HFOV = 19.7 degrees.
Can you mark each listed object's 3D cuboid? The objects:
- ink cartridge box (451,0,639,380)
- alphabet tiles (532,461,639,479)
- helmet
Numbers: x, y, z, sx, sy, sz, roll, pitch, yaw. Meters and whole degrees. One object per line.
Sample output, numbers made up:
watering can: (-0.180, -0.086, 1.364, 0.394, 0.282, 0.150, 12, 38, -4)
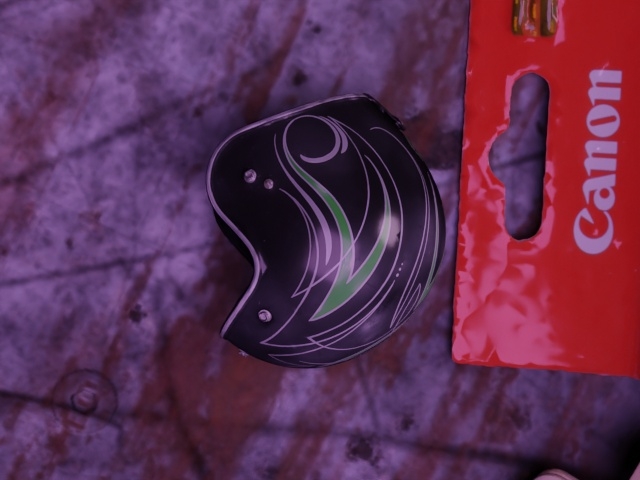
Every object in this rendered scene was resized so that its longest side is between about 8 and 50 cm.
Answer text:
ink cartridge box: (0.278, -0.044, 1.221, 0.385, 0.091, 0.308, 4, 96, 12)
alphabet tiles: (0.247, 0.286, 1.305, 0.284, 0.021, 0.278, 30, 110, 11)
helmet: (0.000, 0.000, 1.222, 0.169, 0.169, 0.161, -21, 84, -3)
